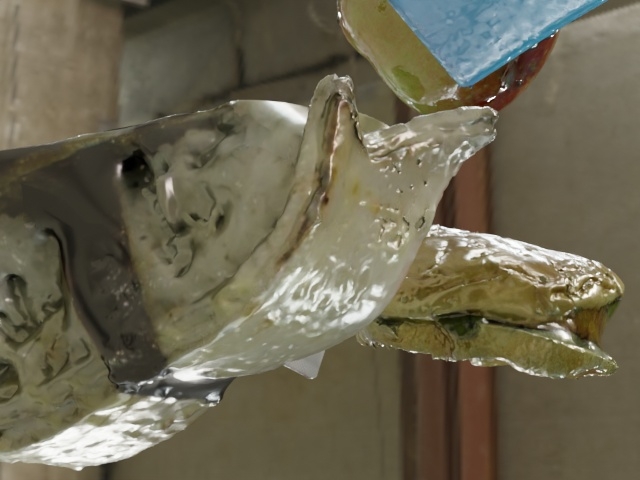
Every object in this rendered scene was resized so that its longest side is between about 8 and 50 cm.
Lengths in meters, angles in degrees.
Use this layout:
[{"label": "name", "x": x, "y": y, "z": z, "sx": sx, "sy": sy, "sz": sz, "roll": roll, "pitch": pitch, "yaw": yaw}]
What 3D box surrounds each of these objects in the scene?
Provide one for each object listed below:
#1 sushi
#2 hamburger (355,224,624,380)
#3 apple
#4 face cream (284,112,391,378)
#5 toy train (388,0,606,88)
[{"label": "sushi", "x": -0.055, "y": 0.025, "z": 0.574, "sx": 0.273, "sy": 0.134, "sz": 0.109, "roll": -10, "pitch": -113, "yaw": 19}, {"label": "hamburger", "x": 0.158, "y": 0.056, "z": 1.433, "sx": 0.285, "sy": 0.265, "sz": 0.134, "roll": 7, "pitch": -94, "yaw": 39}, {"label": "apple", "x": 0.125, "y": -0.215, "z": 1.330, "sx": 0.188, "sy": 0.207, "sz": 0.174, "roll": -43, "pitch": -167, "yaw": 9}, {"label": "face cream", "x": 0.000, "y": 0.000, "z": 1.260, "sx": 0.070, "sy": 0.114, "sz": 0.224, "roll": 13, "pitch": -105, "yaw": 44}, {"label": "toy train", "x": 0.091, "y": -0.268, "z": 0.997, "sx": 0.188, "sy": 0.265, "sz": 0.300, "roll": -30, "pitch": -144, "yaw": 21}]
